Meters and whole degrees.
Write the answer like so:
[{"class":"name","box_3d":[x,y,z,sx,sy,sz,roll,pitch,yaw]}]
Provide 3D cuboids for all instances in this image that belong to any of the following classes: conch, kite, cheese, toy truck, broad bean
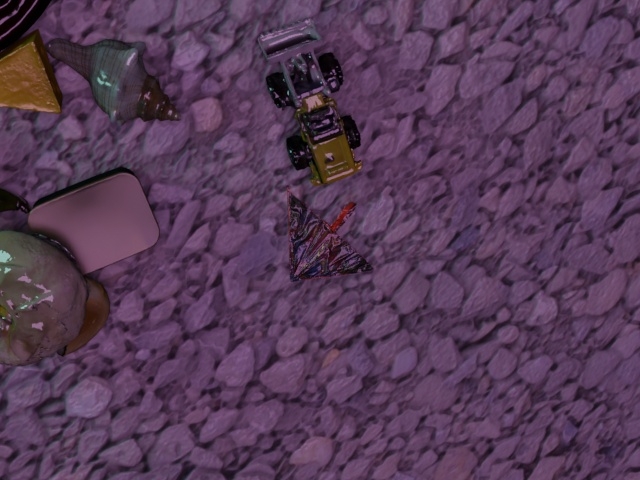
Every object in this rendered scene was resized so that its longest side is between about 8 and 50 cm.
[{"class":"conch","box_3d":[-0.329,-0.277,1.794,0.137,0.114,0.234,-42,103,-14]},{"class":"kite","box_3d":[0.000,0.000,1.986,0.232,0.009,0.189,40,93,-18]},{"class":"cheese","box_3d":[-0.525,-0.258,1.757,0.171,0.093,0.126,-16,118,-5]},{"class":"toy truck","box_3d":[-0.012,-0.237,1.872,0.136,0.111,0.286,-21,105,-5]},{"class":"broad bean","box_3d":[-0.609,-0.056,1.783,0.254,0.046,0.065,-12,92,-34]}]

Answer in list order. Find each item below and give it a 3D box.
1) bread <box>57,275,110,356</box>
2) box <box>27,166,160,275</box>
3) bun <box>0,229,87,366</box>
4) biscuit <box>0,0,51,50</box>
[{"class":"bread","box_3d":[-0.416,0.124,1.885,0.094,0.083,0.157,-8,133,-31]},{"class":"box","box_3d":[-0.389,-0.032,1.849,0.200,0.090,0.145,-24,107,-6]},{"class":"bun","box_3d":[-0.507,0.102,1.767,0.239,0.141,0.239,6,114,15]},{"class":"biscuit","box_3d":[-0.610,-0.477,1.690,0.407,0.091,0.408,-3,104,-11]}]
